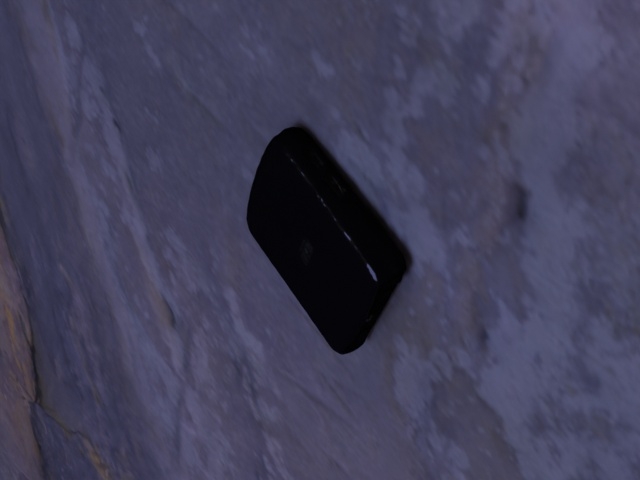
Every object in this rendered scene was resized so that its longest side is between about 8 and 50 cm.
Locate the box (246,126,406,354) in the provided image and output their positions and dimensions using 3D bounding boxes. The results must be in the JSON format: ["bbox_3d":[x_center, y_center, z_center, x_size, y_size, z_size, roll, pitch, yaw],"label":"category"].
[{"bbox_3d":[0.000,0.000,0.947,0.125,0.027,0.126,54,155,16],"label":"box"}]
